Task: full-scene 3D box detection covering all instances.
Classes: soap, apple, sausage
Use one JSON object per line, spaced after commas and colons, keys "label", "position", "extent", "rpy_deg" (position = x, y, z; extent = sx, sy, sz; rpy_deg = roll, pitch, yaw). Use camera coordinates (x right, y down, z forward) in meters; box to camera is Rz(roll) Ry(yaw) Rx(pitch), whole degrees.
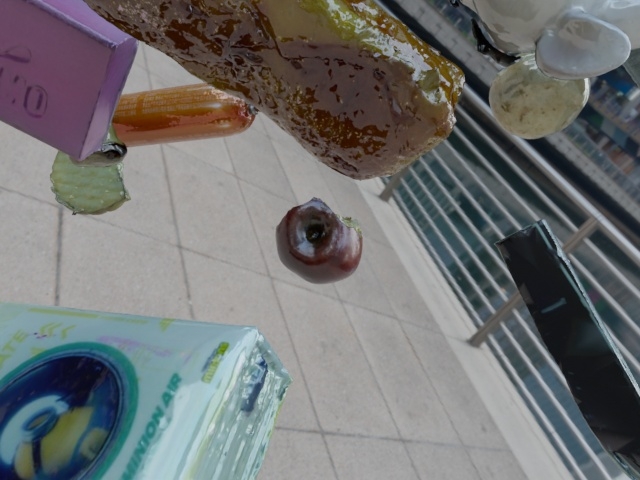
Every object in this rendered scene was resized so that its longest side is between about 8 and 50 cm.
{"label": "soap", "position": [-0.376, -0.235, 0.648], "extent": [0.259, 0.181, 0.081], "rpy_deg": [29, 33, -12]}
{"label": "apple", "position": [0.001, 0.007, 0.952], "extent": [0.158, 0.156, 0.147], "rpy_deg": [36, 54, -76]}
{"label": "sausage", "position": [-0.230, -0.207, 0.868], "extent": [0.093, 0.312, 0.093], "rpy_deg": [-2, 90, -71]}

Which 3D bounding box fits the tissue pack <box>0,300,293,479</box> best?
{"label": "tissue pack", "position": [-0.263, 0.220, 0.568], "extent": [0.162, 0.387, 0.287], "rpy_deg": [71, 30, -42]}

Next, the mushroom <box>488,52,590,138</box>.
{"label": "mushroom", "position": [0.387, -0.264, 0.941], "extent": [0.166, 0.166, 0.127], "rpy_deg": [31, 37, -24]}

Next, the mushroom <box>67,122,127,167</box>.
{"label": "mushroom", "position": [-0.412, -0.233, 0.787], "extent": [0.312, 0.081, 0.100], "rpy_deg": [49, 10, -2]}

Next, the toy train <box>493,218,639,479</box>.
{"label": "toy train", "position": [0.245, 0.103, 0.489], "extent": [0.048, 0.055, 0.252], "rpy_deg": [7, 57, -61]}

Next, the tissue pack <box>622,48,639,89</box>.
{"label": "tissue pack", "position": [0.530, -0.341, 0.742], "extent": [0.315, 0.228, 0.103], "rpy_deg": [35, 60, -25]}

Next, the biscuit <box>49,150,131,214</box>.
{"label": "biscuit", "position": [-0.514, -0.163, 1.165], "extent": [0.036, 0.187, 0.274], "rpy_deg": [53, 19, -64]}

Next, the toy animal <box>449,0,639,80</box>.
{"label": "toy animal", "position": [0.237, -0.293, 0.561], "extent": [0.208, 0.154, 0.325], "rpy_deg": [-25, 68, -19]}

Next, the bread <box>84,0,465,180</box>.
{"label": "bread", "position": [-0.049, -0.195, 0.498], "extent": [0.380, 0.185, 0.109], "rpy_deg": [30, 67, -15]}
